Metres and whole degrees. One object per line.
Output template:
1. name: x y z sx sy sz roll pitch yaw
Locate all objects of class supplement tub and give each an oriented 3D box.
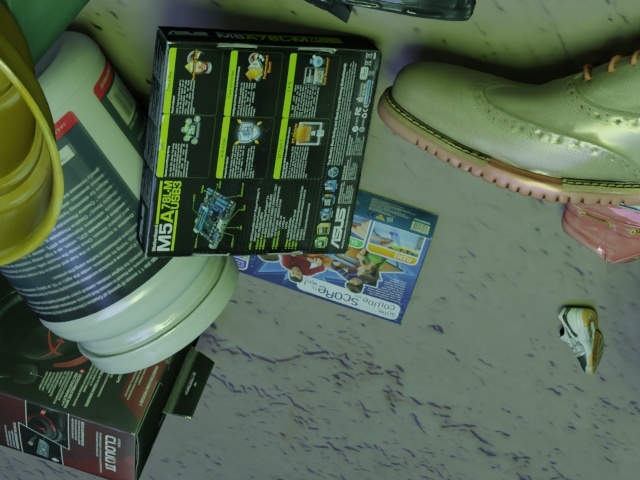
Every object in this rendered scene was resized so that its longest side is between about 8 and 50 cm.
1. supplement tub: -0.214 -0.032 1.190 0.191 0.191 0.272 -14 123 33

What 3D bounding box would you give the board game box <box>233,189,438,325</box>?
1. board game box: 0.000 0.000 1.269 0.201 0.035 0.136 19 138 3

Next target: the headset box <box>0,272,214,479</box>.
1. headset box: -0.257 0.106 1.347 0.293 0.218 0.110 16 140 4

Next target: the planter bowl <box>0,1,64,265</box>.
1. planter bowl: -0.226 -0.089 0.720 0.217 0.090 0.217 11 137 10

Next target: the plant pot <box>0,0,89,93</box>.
1. plant pot: -0.247 -0.265 0.863 0.341 0.334 0.341 11 137 11

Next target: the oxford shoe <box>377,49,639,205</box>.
1. oxford shoe: 0.244 -0.104 1.016 0.396 0.140 0.147 11 116 7

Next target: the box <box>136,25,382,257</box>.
1. box: -0.053 -0.078 1.094 0.184 0.045 0.191 0 117 -18

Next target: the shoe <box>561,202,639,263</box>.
1. shoe: 0.293 -0.016 1.118 0.177 0.063 0.081 18 140 11

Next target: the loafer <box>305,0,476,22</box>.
1. loafer: 0.012 -0.204 1.016 0.223 0.076 0.078 6 129 11

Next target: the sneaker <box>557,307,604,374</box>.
1. sneaker: 0.251 0.095 1.278 0.037 0.032 0.083 10 134 32
